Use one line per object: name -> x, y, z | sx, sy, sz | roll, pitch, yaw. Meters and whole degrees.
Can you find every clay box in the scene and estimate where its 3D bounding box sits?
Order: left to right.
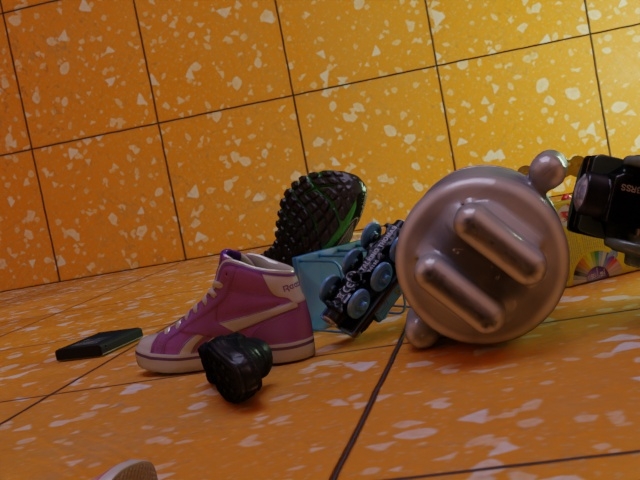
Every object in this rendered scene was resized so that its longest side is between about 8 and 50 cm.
clay box -> 0.423, -0.008, 1.425 | 0.222, 0.127, 0.053 | -11, 4, -14

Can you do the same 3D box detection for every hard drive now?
hard drive -> -0.385, 0.180, 1.641 | 0.094, 0.022, 0.135 | -9, 5, 21

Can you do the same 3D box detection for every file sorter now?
file sorter -> 0.061, 0.068, 1.425 | 0.170, 0.118, 0.104 | -15, 10, -40

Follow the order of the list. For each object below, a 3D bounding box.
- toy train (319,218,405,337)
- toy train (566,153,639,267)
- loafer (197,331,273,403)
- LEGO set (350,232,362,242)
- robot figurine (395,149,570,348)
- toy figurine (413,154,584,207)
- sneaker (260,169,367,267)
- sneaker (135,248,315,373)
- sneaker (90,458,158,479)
toy train -> 0.074, 0.057, 1.305 | 0.080, 0.105, 0.184 | 25, 70, 37
toy train -> 0.457, -0.027, 1.124 | 0.334, 0.142, 0.190 | 11, 4, -1
loafer -> -0.094, 0.141, 1.107 | 0.078, 0.076, 0.223 | -20, 3, -13
LEGO set -> 0.032, 0.058, 1.943 | 0.287, 0.107, 0.132 | -15, -31, 6
robot figurine -> 0.203, 0.011, 1.171 | 0.300, 0.200, 0.353 | -49, -3, 15
toy figurine -> 0.379, -0.006, 1.780 | 0.363, 0.191, 0.217 | -12, -26, 22
sneaker -> 0.000, 0.000, 1.571 | 0.146, 0.134, 0.343 | -7, -31, -29
sneaker -> -0.144, 0.094, 1.301 | 0.282, 0.161, 0.102 | -10, 6, 24
sneaker -> -0.185, 0.203, 0.710 | 0.070, 0.051, 0.134 | -3, 12, 26
